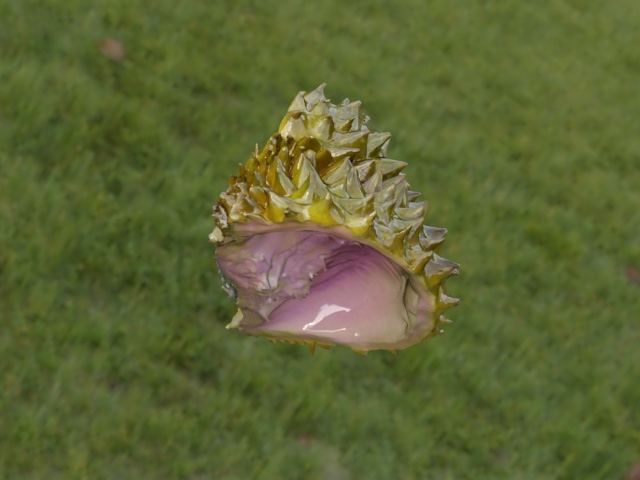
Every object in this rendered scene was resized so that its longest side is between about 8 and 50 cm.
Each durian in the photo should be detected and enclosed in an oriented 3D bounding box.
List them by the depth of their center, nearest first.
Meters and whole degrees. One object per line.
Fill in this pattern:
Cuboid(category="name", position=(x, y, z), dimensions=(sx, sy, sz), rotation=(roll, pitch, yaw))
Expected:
Cuboid(category="durian", position=(0.001, 0.002, 0.954), dimensions=(0.132, 0.182, 0.165), rotation=(-28, 41, -14))
